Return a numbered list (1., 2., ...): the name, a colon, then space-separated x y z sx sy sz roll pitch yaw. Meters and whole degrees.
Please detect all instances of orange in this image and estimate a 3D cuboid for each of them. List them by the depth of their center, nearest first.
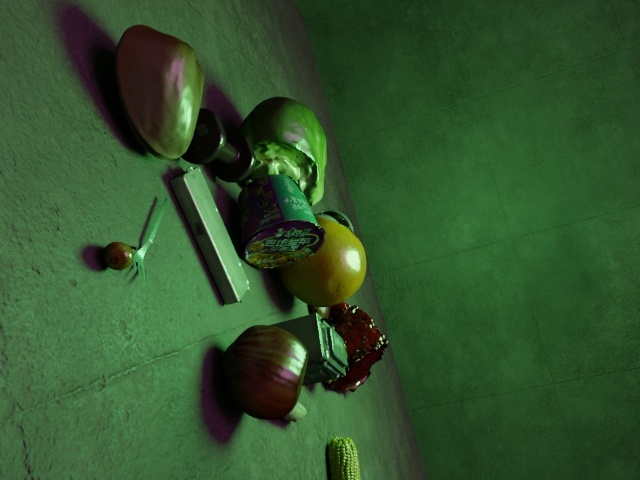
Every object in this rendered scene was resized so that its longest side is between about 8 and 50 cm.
1. orange: 0.003 0.074 1.606 0.312 0.311 0.313 -16 90 -76

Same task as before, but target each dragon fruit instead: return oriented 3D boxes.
1. dragon fruit: 0.090 0.464 1.924 0.228 0.285 0.329 46 -25 27

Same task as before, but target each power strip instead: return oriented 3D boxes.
1. power strip: -0.263 -0.003 1.177 0.106 0.043 0.368 -67 139 -68

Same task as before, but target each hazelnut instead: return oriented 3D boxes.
1. hazelnut: -0.132 0.306 1.112 0.186 0.209 0.210 97 -11 -56

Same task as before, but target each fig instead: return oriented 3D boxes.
1. fig: -0.344 0.023 0.830 0.083 0.050 0.050 -90 161 -77

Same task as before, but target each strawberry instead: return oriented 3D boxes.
1. strawberry: 0.066 0.285 2.025 0.187 0.147 0.082 44 58 5

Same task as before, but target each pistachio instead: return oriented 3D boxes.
1. pistachio: -0.340 -0.306 1.001 0.212 0.162 0.261 10 77 -52

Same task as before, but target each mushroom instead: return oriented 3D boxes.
1. mushroom: -0.092 0.449 1.309 0.084 0.071 0.209 44 -10 37

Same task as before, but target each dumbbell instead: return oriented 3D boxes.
1. dumbbell: -0.268 -0.240 1.239 0.141 0.123 0.225 68 12 12

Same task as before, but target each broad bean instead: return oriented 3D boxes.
1. broad bean: -0.001 0.238 1.868 0.114 0.084 0.165 43 36 -34

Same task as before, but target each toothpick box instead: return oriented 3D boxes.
1. toothpick box: 0.000 0.000 1.905 0.316 0.228 0.229 -30 104 -74

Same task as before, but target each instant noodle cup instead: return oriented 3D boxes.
1. instant noodle cup: -0.128 -0.062 1.402 0.251 0.251 0.190 50 19 -59

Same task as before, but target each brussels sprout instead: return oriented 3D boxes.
1. brussels sprout: -0.118 -0.286 1.577 0.315 0.275 0.371 -85 156 -47

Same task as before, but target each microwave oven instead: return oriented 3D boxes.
1. microwave oven: -0.032 0.331 1.413 0.241 0.193 0.145 57 24 -57

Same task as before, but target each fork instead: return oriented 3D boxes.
1. fork: -0.336 -0.009 0.949 0.235 0.021 0.039 -92 165 -48

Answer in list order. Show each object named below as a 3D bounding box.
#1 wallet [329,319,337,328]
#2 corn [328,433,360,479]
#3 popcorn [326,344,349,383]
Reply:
1. wallet: 0.069 0.398 2.065 0.166 0.030 0.111 7 65 -77
2. corn: 0.083 0.782 1.548 0.101 0.101 0.311 55 23 -53
3. popcorn: 0.023 0.405 1.633 0.174 0.142 0.174 55 24 -39
